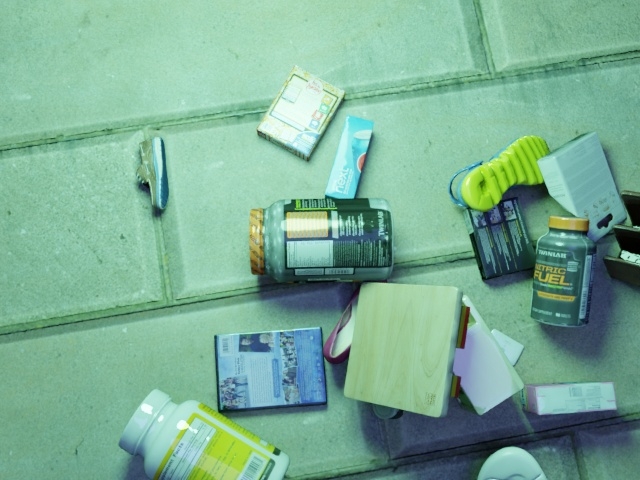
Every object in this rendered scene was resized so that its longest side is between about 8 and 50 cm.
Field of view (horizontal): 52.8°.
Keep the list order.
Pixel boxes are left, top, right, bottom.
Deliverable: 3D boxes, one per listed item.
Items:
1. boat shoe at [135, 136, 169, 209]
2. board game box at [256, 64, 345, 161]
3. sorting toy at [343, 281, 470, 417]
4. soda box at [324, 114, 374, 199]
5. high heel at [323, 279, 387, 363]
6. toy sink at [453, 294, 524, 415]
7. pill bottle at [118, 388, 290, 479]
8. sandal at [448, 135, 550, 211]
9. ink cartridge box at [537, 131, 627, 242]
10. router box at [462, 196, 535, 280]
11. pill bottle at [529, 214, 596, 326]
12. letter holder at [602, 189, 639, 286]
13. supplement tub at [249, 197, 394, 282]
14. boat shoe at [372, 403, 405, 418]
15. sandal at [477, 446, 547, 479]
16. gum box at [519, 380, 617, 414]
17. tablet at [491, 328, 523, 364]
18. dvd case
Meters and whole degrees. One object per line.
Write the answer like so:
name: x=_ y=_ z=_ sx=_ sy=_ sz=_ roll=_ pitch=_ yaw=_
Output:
boat shoe: x=-0.405 y=-0.157 z=1.550 sx=0.066 sy=0.066 sz=0.183 roll=-7 pitch=70 yaw=1
board game box: x=-0.047 y=-0.315 z=1.595 sx=0.147 sy=0.045 sz=0.193 roll=29 pitch=80 yaw=3
sorting toy: x=0.190 y=0.227 z=1.375 sx=0.089 sy=0.256 sz=0.256 roll=19 pitch=76 yaw=-43
soda box: x=0.069 y=-0.192 z=1.567 sx=0.071 sy=0.067 sz=0.210 roll=15 pitch=81 yaw=1
high heel: x=0.084 y=0.174 z=1.478 sx=0.082 sy=0.117 sz=0.244 roll=38 pitch=81 yaw=5
toy sink: x=0.321 y=0.258 z=1.456 sx=0.131 sy=0.153 sz=0.234 roll=-30 pitch=83 yaw=-6
pill bottle: x=-0.250 y=0.463 z=1.380 sx=0.334 sy=0.188 sz=0.187 roll=30 pitch=80 yaw=4
sandal: x=0.424 y=-0.162 z=1.547 sx=0.318 sy=0.138 sz=0.126 roll=-23 pitch=97 yaw=-26
ink cartridge box: x=0.635 y=-0.125 z=1.559 sx=0.189 sy=0.066 sz=0.232 roll=-29 pitch=103 yaw=-32
router box: x=0.433 y=-0.005 z=1.559 sx=0.133 sy=0.046 sz=0.178 roll=-12 pitch=81 yaw=-5
pill bottle: x=0.558 y=0.066 z=1.479 sx=0.131 sy=0.130 sz=0.245 roll=4 pitch=96 yaw=-2
letter holder: x=0.794 y=0.023 z=1.412 sx=0.302 sy=0.214 sz=0.152 roll=21 pitch=78 yaw=41
supplement tub: x=0.000 y=0.000 z=1.467 sx=0.316 sy=0.193 sz=0.193 roll=0 pitch=80 yaw=-2
boat shoe: x=0.165 y=0.295 z=1.488 sx=0.081 sy=0.069 sz=0.227 roll=-5 pitch=72 yaw=37
sandal: x=0.441 y=0.649 z=1.425 sx=0.170 sy=0.102 sz=0.415 roll=-13 pitch=94 yaw=11
gum box: x=0.565 y=0.356 z=1.469 sx=0.189 sy=0.107 sz=0.062 roll=-3 pitch=80 yaw=-3
tablet: x=0.436 y=0.253 z=1.534 sx=0.083 sy=0.006 sz=0.054 roll=31 pitch=81 yaw=4
dvd case: x=-0.116 y=0.299 z=1.498 sx=0.253 sy=0.022 sz=0.180 roll=-4 pitch=81 yaw=-3
